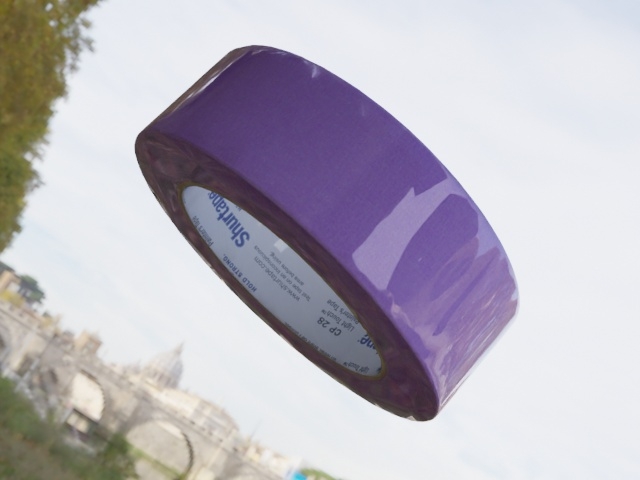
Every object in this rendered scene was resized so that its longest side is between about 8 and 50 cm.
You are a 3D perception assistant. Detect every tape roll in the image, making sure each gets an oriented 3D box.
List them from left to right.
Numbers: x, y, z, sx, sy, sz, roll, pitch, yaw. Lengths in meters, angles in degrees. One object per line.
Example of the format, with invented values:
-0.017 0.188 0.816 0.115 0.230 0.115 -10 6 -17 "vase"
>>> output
0.000 0.000 0.648 0.275 0.090 0.275 38 -17 14 "tape roll"
